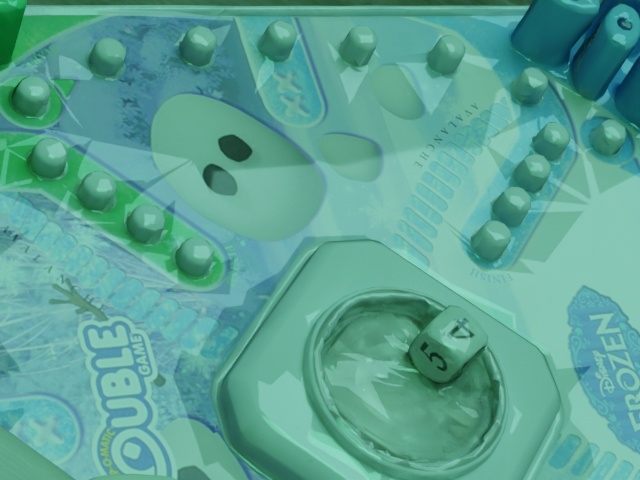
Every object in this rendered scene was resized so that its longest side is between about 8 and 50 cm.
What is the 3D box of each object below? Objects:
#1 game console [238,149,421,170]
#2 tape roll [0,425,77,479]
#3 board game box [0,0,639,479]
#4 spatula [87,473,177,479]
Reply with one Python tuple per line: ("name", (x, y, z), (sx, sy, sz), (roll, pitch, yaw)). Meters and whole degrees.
("game console", (0.097, 0.063, 0.849), (0.361, 0.044, 0.213), (-1, 72, -25))
("tape roll", (-0.068, 0.146, 0.376), (0.392, 0.072, 0.392), (41, 7, -6))
("board game box", (0.034, 0.053, 0.741), (0.390, 0.050, 0.390), (-3, 59, -26))
("spatula", (-0.120, 0.162, 0.552), (0.168, 0.019, 0.242), (13, 51, -20))
